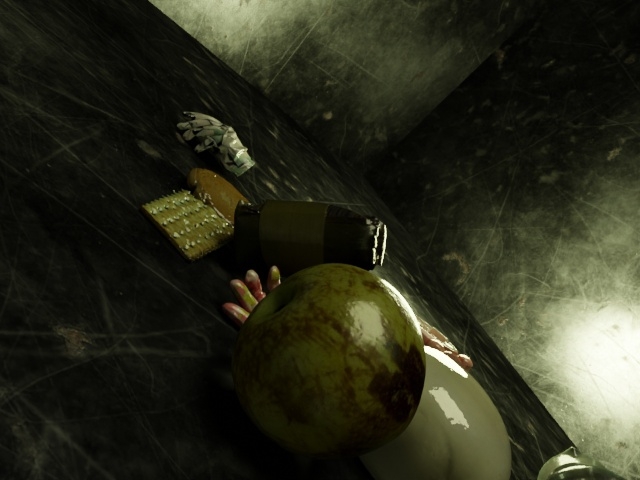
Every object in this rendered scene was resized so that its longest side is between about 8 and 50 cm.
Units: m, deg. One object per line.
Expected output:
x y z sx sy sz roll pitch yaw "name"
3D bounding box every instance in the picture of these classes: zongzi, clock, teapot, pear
0.000 0.000 1.211 0.289 0.154 0.317 6 3 14 "zongzi"
0.227 0.265 1.488 0.227 0.142 0.241 32 10 -49 "clock"
0.625 0.656 1.383 0.344 0.253 0.300 22 61 -70 "teapot"
0.019 0.173 0.826 0.283 0.283 0.283 43 14 -13 "pear"

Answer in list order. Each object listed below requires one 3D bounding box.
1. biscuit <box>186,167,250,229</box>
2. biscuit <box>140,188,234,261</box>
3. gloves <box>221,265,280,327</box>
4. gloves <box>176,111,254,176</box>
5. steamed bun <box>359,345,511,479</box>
-0.205 -0.070 1.298 0.226 0.042 0.226 45 15 -16 "biscuit"
-0.240 -0.035 1.101 0.144 0.016 0.203 46 21 -1 "biscuit"
-0.057 0.125 1.034 0.241 0.126 0.145 -5 38 -25 "gloves"
-0.268 -0.261 1.533 0.212 0.111 0.127 52 17 -12 "gloves"
0.203 0.328 1.055 0.324 0.206 0.324 42 14 -13 "steamed bun"
